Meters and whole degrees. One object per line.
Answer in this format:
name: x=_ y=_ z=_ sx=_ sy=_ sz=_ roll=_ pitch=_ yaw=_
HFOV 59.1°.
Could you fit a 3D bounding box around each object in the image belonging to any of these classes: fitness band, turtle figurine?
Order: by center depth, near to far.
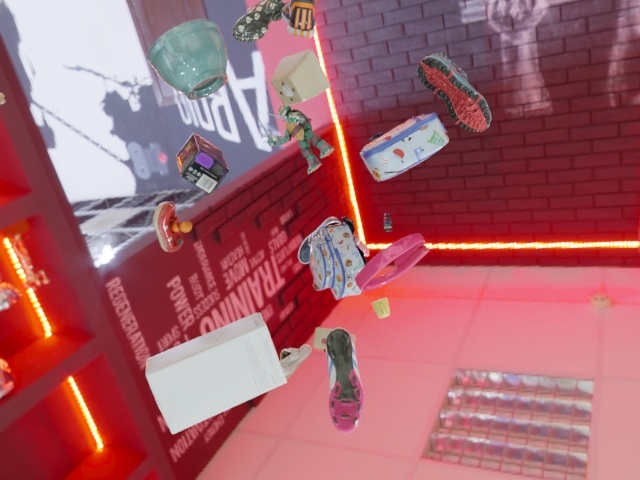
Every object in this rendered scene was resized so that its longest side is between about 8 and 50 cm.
turtle figurine: x=-0.072 y=-0.314 z=1.615 sx=0.118 sy=0.234 sz=0.175 roll=-40 pitch=176 yaw=-25
fitness band: x=0.225 y=0.072 z=1.802 sx=0.208 sy=0.054 sz=0.291 roll=-16 pitch=157 yaw=-33

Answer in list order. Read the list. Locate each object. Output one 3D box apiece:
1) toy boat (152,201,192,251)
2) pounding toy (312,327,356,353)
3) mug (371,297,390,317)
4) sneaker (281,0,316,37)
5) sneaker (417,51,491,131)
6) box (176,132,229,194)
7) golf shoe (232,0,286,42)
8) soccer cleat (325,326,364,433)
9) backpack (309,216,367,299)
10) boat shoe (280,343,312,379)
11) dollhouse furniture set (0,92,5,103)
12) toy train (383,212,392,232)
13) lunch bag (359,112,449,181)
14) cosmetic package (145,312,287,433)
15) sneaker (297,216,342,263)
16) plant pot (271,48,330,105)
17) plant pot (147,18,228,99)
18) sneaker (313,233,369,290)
toy boat: x=-0.649 y=-0.065 z=2.533 sx=0.151 sy=0.231 sz=0.151 roll=-4 pitch=-149 yaw=11
pounding toy: x=0.051 y=0.423 z=2.311 sx=0.180 sy=0.094 sz=0.206 roll=0 pitch=161 yaw=30
mug: x=0.220 y=0.249 z=2.053 sx=0.062 sy=0.064 sz=0.078 roll=-21 pitch=177 yaw=30
sneaker: x=-0.055 y=-0.809 z=1.894 sx=0.124 sy=0.180 sz=0.321 roll=2 pitch=-146 yaw=-13
sneaker: x=0.389 y=-0.422 z=1.563 sx=0.104 sy=0.262 sz=0.125 roll=-34 pitch=-168 yaw=45
box: x=-0.522 y=-0.342 z=2.491 sx=0.143 sy=0.165 sz=0.270 roll=-50 pitch=-150 yaw=11
golf shoe: x=-0.251 y=-0.862 z=2.210 sx=0.273 sy=0.105 sz=0.120 roll=-44 pitch=-138 yaw=-22
soccer cleat: x=0.083 y=0.451 z=1.844 sx=0.115 sy=0.332 sz=0.143 roll=-6 pitch=167 yaw=6
backpack: x=0.075 y=0.093 z=2.224 sx=0.213 sy=0.277 sz=0.263 roll=-19 pitch=-128 yaw=-16
boat shoe: x=-0.122 y=0.489 z=2.362 sx=0.098 sy=0.096 sz=0.277 roll=-47 pitch=175 yaw=24
dollhouse furniture set: x=-0.802 y=-0.516 z=1.381 sx=0.356 sy=0.173 sz=0.303 roll=-53 pitch=-169 yaw=9
toy train: x=0.223 y=-0.062 z=1.874 sx=0.027 sy=0.036 sz=0.158 roll=-6 pitch=-163 yaw=7
lunch bag: x=0.233 y=-0.268 z=1.572 sx=0.243 sy=0.115 sz=0.303 roll=-31 pitch=-170 yaw=9
cosmetic package: x=-0.323 y=0.405 z=1.757 sx=0.384 sy=0.218 sz=0.156 roll=-20 pitch=-167 yaw=-11
sneaker: x=0.000 y=0.000 z=2.732 sx=0.282 sy=0.099 sz=0.153 roll=-49 pitch=-168 yaw=-3
plant pot: x=-0.060 y=-0.402 z=1.429 sx=0.109 sy=0.109 sz=0.096 roll=2 pitch=-136 yaw=44
plant pot: x=-0.466 y=-0.651 z=2.107 sx=0.292 sy=0.196 sz=0.293 roll=-29 pitch=178 yaw=-1
sneaker: x=0.096 y=0.124 z=2.510 sx=0.314 sy=0.136 sz=0.116 roll=-48 pitch=-159 yaw=13
